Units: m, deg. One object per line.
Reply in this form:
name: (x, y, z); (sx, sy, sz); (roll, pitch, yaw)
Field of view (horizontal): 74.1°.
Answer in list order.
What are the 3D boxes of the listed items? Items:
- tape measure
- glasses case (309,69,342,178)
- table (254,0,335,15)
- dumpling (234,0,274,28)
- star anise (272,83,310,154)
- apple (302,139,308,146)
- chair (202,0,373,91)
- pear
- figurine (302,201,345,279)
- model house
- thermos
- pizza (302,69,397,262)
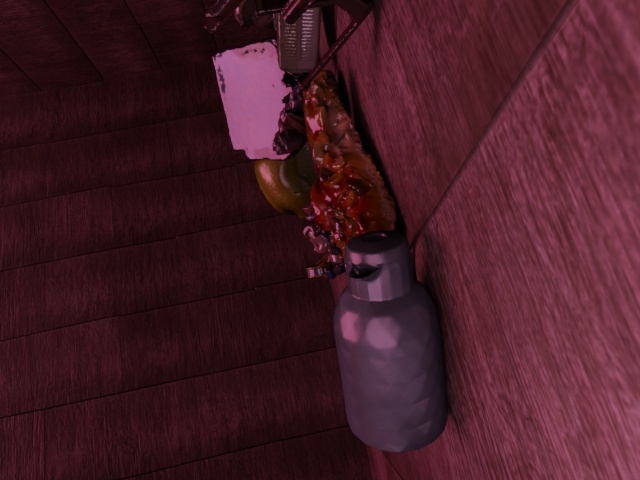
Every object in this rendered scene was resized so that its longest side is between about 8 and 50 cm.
tape measure: (-0.057, -0.500, 0.946); (0.235, 0.115, 0.207); (95, 172, -49)
glasses case: (0.013, -0.265, 1.060); (0.354, 0.085, 0.137); (89, 172, -69)
table: (-0.065, -0.529, 0.719); (0.169, 0.173, 0.192); (92, 167, -76)
dumpling: (-0.181, -0.784, 1.323); (0.293, 0.164, 0.204); (-51, -17, -38)
star anise: (-0.076, -0.327, 1.146); (0.236, 0.093, 0.229); (-95, 25, -69)
apple: (-0.147, -0.471, 1.704); (0.262, 0.263, 0.262); (169, 90, -87)
chair: (0.007, -0.378, 0.523); (0.327, 0.183, 0.175); (-29, 63, 39)
pear: (-0.087, -0.215, 1.650); (0.176, 0.287, 0.281); (174, 84, -68)
figurine: (0.009, -0.002, 1.459); (0.161, 0.158, 0.275); (156, 102, -78)
model house: (-0.113, -0.473, 1.433); (0.339, 0.298, 0.359); (-35, -62, -52)
thermos: (0.098, 0.122, 0.583); (0.182, 0.145, 0.286); (-38, -55, -55)
pizza: (0.026, -0.125, 0.855); (0.440, 0.130, 0.405); (144, 108, -87)
